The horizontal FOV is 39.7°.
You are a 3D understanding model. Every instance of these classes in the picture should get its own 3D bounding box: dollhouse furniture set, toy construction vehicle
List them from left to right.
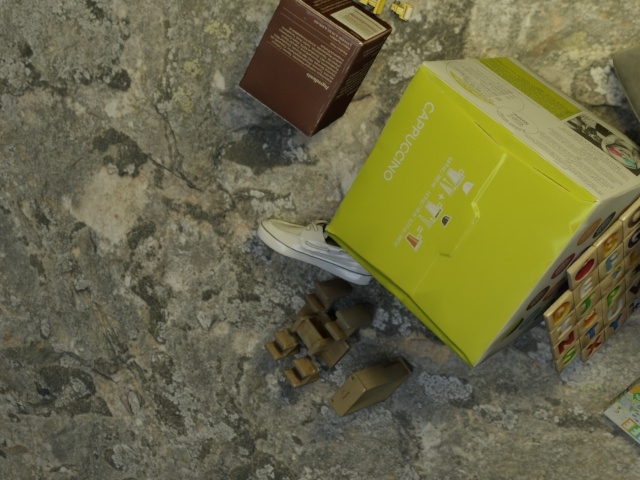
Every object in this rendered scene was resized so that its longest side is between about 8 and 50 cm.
[{"bbox_3d":[0.047,0.226,1.847,0.242,0.161,0.212,53,125,23],"label":"dollhouse furniture set"},{"bbox_3d":[0.122,-0.435,1.564,0.098,0.035,0.086,30,120,11],"label":"toy construction vehicle"}]

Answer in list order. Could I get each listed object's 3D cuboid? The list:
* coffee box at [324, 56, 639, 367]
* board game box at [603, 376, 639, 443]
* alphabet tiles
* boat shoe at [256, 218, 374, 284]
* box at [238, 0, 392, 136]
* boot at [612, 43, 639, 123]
[{"bbox_3d":[0.280,-0.063,1.429,0.338,0.334,0.338,43,123,21],"label":"coffee box"},{"bbox_3d":[0.627,0.339,1.664,0.154,0.026,0.103,40,122,5],"label":"board game box"},{"bbox_3d":[0.475,0.075,1.446,0.011,0.285,0.342,42,170,35],"label":"alphabet tiles"},{"bbox_3d":[0.000,0.000,1.782,0.258,0.095,0.084,21,115,4],"label":"boat shoe"},{"bbox_3d":[-0.008,-0.329,1.590,0.167,0.168,0.203,36,121,6],"label":"box"},{"bbox_3d":[0.567,-0.219,1.378,0.189,0.209,0.076,-2,146,4],"label":"boot"}]
